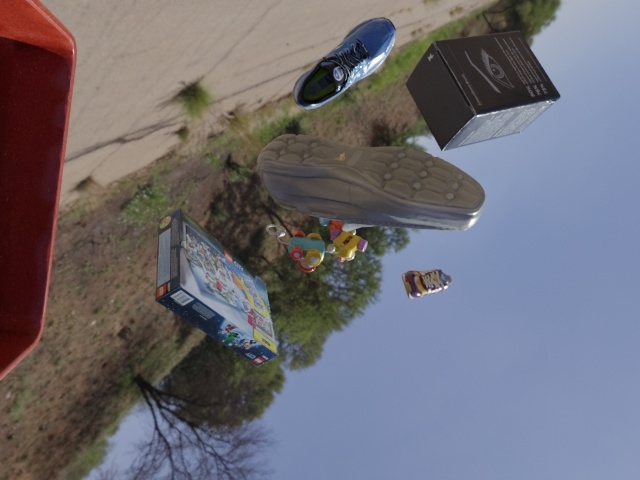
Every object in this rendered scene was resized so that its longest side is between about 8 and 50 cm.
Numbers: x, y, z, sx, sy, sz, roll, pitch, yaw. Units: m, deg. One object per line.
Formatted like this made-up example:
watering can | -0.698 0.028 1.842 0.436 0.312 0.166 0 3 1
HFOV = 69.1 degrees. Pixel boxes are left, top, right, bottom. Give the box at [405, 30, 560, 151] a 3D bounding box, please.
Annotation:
box | 0.281 -0.263 0.814 0.206 0.153 0.108 -16 163 -23

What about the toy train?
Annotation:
toy train | 0.000 0.000 0.732 0.166 0.046 0.125 -15 -141 -37

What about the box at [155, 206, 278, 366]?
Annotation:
box | -0.156 0.077 0.722 0.044 0.233 0.159 -30 -136 11

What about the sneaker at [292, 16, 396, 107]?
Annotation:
sneaker | 0.066 -0.460 1.245 0.330 0.130 0.147 -37 -159 16

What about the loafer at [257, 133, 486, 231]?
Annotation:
loafer | 0.060 -0.066 0.638 0.319 0.112 0.112 18 -131 26

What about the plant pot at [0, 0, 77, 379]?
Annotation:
plant pot | -0.310 -0.040 0.253 0.267 0.235 0.268 -150 -110 -74

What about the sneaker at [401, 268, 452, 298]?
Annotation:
sneaker | 0.257 0.096 1.112 0.083 0.070 0.185 -21 170 26
